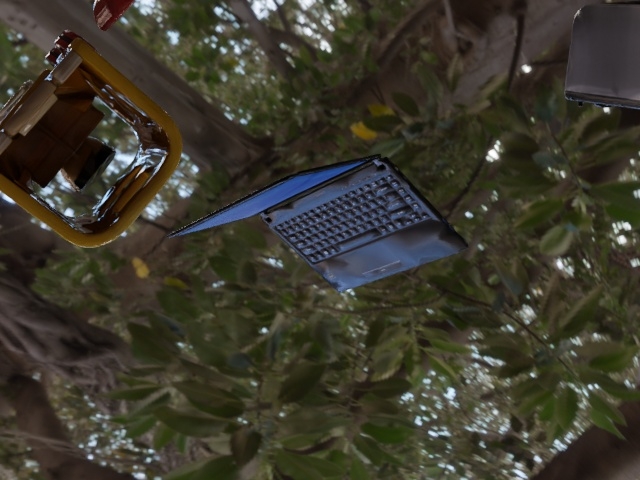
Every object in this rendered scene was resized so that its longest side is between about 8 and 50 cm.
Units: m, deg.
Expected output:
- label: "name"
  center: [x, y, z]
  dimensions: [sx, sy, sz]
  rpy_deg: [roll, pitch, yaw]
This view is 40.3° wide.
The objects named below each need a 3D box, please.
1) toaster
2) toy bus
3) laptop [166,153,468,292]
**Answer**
- label: "toaster"
  center: [0.369, -0.189, 0.889]
  dimensions: [0.185, 0.168, 0.110]
  rpy_deg: [27, -55, 58]
- label: "toy bus"
  center: [-0.153, -0.055, 0.546]
  dimensions: [0.191, 0.104, 0.202]
  rpy_deg: [-34, -156, 35]
- label: "laptop"
  center: [0.000, 0.000, 1.062]
  dimensions: [0.234, 0.264, 0.137]
  rpy_deg: [-21, -146, 43]
